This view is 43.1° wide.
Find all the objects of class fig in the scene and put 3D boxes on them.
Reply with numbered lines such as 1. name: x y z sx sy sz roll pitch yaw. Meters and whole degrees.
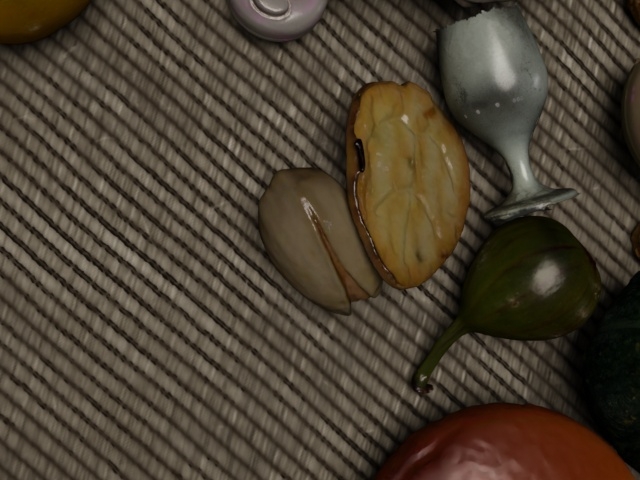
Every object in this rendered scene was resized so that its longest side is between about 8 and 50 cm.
1. fig: 0.203 0.074 0.976 0.259 0.151 0.151 -30 93 14

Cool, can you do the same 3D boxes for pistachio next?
1. pistachio: 0.000 0.000 0.927 0.124 0.124 0.185 -38 95 -9

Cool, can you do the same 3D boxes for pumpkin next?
1. pumpkin: 0.432 0.187 0.919 0.293 0.263 0.197 42 79 7

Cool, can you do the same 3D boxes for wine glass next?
1. wine glass: 0.220 -0.150 0.968 0.126 0.126 0.241 -16 94 -10

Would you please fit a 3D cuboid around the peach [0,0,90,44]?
1. peach: -0.345 -0.341 0.874 0.251 0.153 0.251 -1 95 -9

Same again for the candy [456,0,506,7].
1. candy: 0.160 -0.478 0.917 0.386 0.186 0.427 20 63 -20

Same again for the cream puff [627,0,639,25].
1. cream puff: 0.492 -0.342 1.003 0.183 0.169 0.183 0 88 -11

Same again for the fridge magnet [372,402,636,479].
1. fridge magnet: 0.207 0.366 0.927 0.364 0.155 0.363 0 88 -9

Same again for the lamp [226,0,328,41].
1. lamp: -0.024 -0.353 0.948 0.179 0.108 0.246 25 84 -3

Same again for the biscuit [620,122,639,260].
1. biscuit: 0.509 -0.029 1.054 0.216 0.047 0.339 -4 88 -9

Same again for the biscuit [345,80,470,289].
1. biscuit: 0.099 -0.067 0.941 0.203 0.041 0.260 24 64 -38

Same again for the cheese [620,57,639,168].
1. cheese: 0.463 -0.097 0.991 0.163 0.082 0.286 -13 88 -5
